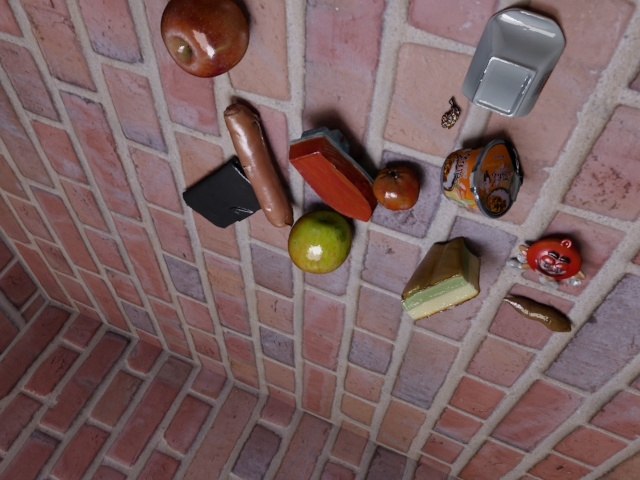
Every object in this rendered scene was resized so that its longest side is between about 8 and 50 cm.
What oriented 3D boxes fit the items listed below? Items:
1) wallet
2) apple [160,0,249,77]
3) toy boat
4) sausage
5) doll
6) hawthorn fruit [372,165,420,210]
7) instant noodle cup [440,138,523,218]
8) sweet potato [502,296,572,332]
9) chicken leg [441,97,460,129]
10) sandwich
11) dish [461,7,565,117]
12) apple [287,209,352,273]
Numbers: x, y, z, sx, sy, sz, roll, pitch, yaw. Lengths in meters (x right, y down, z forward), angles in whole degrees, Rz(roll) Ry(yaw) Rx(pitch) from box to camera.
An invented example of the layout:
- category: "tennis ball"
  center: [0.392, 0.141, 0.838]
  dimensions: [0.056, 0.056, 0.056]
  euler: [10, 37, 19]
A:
- category: "wallet"
  center: [-0.310, -0.141, 1.890]
  dimensions: [0.197, 0.051, 0.377]
  euler: [42, 146, -22]
- category: "apple"
  center: [-0.260, -0.477, 1.315]
  dimensions: [0.201, 0.162, 0.201]
  euler: [30, 150, 19]
- category: "toy boat"
  center: [0.060, -0.177, 1.519]
  dimensions: [0.145, 0.133, 0.332]
  euler: [-9, 142, 36]
- category: "sausage"
  center: [-0.170, -0.203, 1.645]
  dimensions: [0.094, 0.094, 0.419]
  euler: [-12, 129, 10]
- category: "doll"
  center: [0.596, 0.062, 1.477]
  dimensions: [0.183, 0.085, 0.217]
  euler: [29, 156, 2]
- category: "hawthorn fruit"
  center: [0.199, -0.133, 1.478]
  dimensions: [0.128, 0.128, 0.128]
  euler: [19, 145, 14]
- category: "instant noodle cup"
  center: [0.357, -0.145, 1.315]
  dimensions: [0.208, 0.178, 0.125]
  euler: [16, 178, -43]
- category: "sweet potato"
  center: [0.637, 0.213, 1.673]
  dimensions: [0.218, 0.051, 0.065]
  euler: [27, 149, 1]
- category: "chicken leg"
  center: [0.294, -0.282, 1.289]
  dimensions: [0.036, 0.021, 0.083]
  euler: [31, 147, 13]
- category: "sandwich"
  center: [0.336, 0.104, 1.625]
  dimensions: [0.220, 0.186, 0.108]
  euler: [-31, 116, 34]
- category: "dish"
  center: [0.372, -0.336, 1.123]
  dimensions: [0.154, 0.064, 0.234]
  euler: [23, 145, 9]
- category: "apple"
  center: [0.000, 0.000, 1.726]
  dimensions: [0.196, 0.196, 0.196]
  euler: [19, 145, 14]
